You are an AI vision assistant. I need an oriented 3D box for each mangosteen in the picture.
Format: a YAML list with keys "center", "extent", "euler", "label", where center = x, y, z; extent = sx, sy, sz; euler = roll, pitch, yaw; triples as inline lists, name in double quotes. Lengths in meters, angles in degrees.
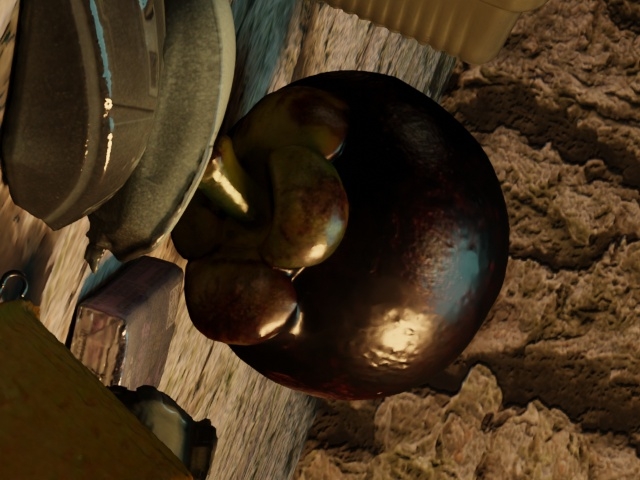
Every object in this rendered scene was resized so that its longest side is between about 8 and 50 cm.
- center: [0.013, 0.008, 1.650]
  extent: [0.313, 0.297, 0.297]
  euler: [-45, 155, -49]
  label: "mangosteen"

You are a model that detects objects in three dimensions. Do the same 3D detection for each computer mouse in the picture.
- center: [-0.099, -0.083, 1.244]
  extent: [0.113, 0.068, 0.229]
  euler: [40, -62, 60]
  label: "computer mouse"
- center: [-0.127, -0.106, 1.127]
  extent: [0.126, 0.071, 0.231]
  euler: [-60, 166, -58]
  label: "computer mouse"

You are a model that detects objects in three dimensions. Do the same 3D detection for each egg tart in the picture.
- center: [-0.173, 0.148, 1.042]
  extent: [0.215, 0.171, 0.215]
  euler: [-56, 168, -18]
  label: "egg tart"

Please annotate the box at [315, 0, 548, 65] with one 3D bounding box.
- center: [0.078, -0.256, 1.522]
  extent: [0.178, 0.274, 0.138]
  euler: [109, 5, -60]
  label: "box"

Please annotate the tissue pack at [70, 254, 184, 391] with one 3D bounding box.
- center: [-0.156, 0.084, 1.492]
  extent: [0.156, 0.051, 0.112]
  euler: [-48, 153, -71]
  label: "tissue pack"

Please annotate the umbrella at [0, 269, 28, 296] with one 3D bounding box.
- center: [-0.220, 0.081, 1.148]
  extent: [0.022, 0.022, 0.148]
  euler: [3, -120, 59]
  label: "umbrella"

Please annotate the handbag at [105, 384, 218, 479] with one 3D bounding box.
- center: [-0.190, 0.298, 1.298]
  extent: [0.325, 0.163, 0.327]
  euler: [119, -12, -59]
  label: "handbag"
